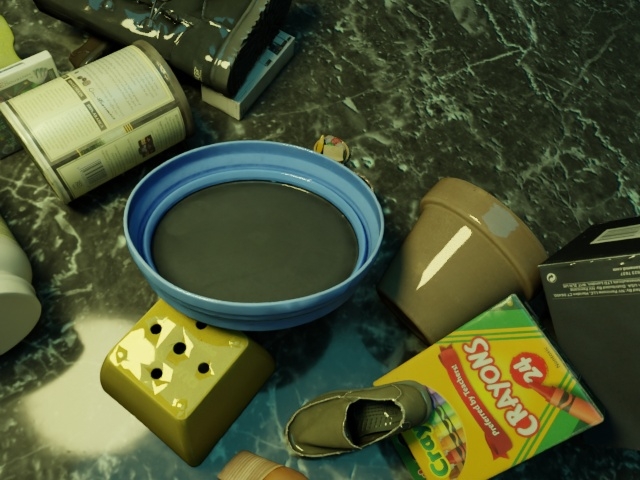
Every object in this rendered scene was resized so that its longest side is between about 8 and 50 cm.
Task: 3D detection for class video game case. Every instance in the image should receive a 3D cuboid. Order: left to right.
[{"bbox_3d":[-0.554,-0.244,0.969,0.173,0.190,0.022,-35,77,-22],"label":"video game case"}]

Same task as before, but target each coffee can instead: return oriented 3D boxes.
[{"bbox_3d":[-0.405,-0.221,0.972,0.275,0.201,0.201,-35,73,-22],"label":"coffee can"}]

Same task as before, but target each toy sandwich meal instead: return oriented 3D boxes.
[{"bbox_3d":[0.024,-0.192,1.117,0.085,0.029,0.086,3,64,-7],"label":"toy sandwich meal"}]

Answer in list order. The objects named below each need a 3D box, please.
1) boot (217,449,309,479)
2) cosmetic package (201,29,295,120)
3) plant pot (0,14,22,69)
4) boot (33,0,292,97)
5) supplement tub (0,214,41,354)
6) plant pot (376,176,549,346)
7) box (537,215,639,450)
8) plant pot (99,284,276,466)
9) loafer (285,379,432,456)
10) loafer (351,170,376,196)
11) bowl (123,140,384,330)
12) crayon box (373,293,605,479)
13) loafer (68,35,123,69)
[{"bbox_3d":[-0.095,0.446,0.703,0.220,0.109,0.283,15,45,33],"label":"boot"},{"bbox_3d":[-0.158,-0.385,1.169,0.099,0.060,0.239,28,63,7],"label":"cosmetic package"},{"bbox_3d":[-0.691,-0.306,0.960,0.254,0.276,0.276,-23,69,-30],"label":"plant pot"},{"bbox_3d":[-0.314,-0.532,1.098,0.445,0.146,0.367,24,62,3],"label":"boot"},{"bbox_3d":[-0.603,0.023,0.801,0.235,0.235,0.325,-34,71,-21],"label":"supplement tub"},{"bbox_3d":[0.225,0.056,0.923,0.229,0.263,0.263,-42,76,-6],"label":"plant pot"},{"bbox_3d":[0.512,0.129,0.834,0.296,0.182,0.294,-19,94,-45],"label":"box"},{"bbox_3d":[-0.206,0.189,0.808,0.212,0.187,0.212,36,64,10],"label":"plant pot"},{"bbox_3d":[0.041,0.272,0.800,0.251,0.087,0.094,-27,72,23],"label":"loafer"},{"bbox_3d":[0.000,0.000,0.962,0.133,0.130,0.366,31,64,7],"label":"loafer"},{"bbox_3d":[-0.098,-0.021,0.820,0.391,0.077,0.391,4,42,-3],"label":"bowl"},{"bbox_3d":[0.226,0.250,0.801,0.318,0.081,0.202,-39,69,20],"label":"crayon box"},{"bbox_3d":[-0.462,-0.443,1.142,0.078,0.080,0.220,33,64,8],"label":"loafer"}]
